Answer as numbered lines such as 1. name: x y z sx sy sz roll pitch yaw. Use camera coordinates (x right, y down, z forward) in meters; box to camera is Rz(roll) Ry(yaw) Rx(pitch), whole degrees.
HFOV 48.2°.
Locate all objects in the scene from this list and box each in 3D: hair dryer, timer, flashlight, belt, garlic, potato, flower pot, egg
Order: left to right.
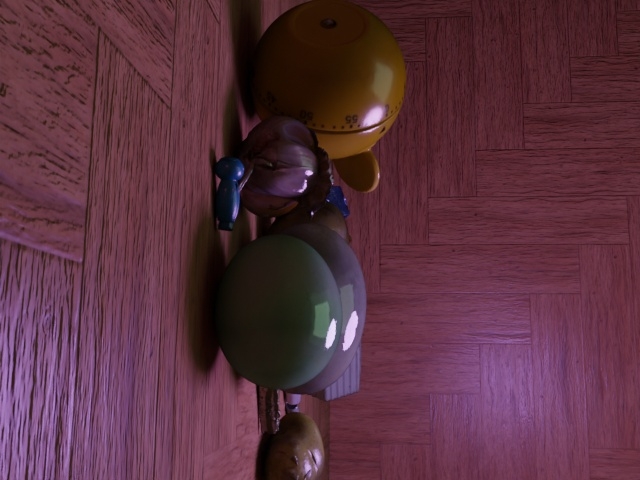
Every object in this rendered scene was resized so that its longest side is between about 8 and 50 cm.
1. flashlight: -0.162 -0.081 1.240 0.051 0.051 0.129 11 85 -84
2. egg: -0.073 0.121 1.235 0.220 0.220 0.269 79 3 -62
3. garlic: -0.076 -0.110 1.378 0.256 0.207 0.207 -71 161 -53
4. hair dryer: -0.089 0.523 2.051 0.063 0.038 0.124 82 17 -47
5. potato: -0.067 0.516 1.719 0.169 0.143 0.248 -52 -166 19
6. potato: -0.045 0.065 1.715 0.218 0.202 0.351 127 -22 -80
7. egg: -0.032 0.138 1.474 0.258 0.258 0.352 75 21 -70
8. belt: -0.011 -0.069 1.962 0.218 0.122 0.128 -14 84 -42
9. timer: 0.013 -0.322 1.584 0.387 0.376 0.376 96 -1 -51
10. flower pot: 0.023 0.371 2.281 0.209 0.239 0.189 -35 133 -46

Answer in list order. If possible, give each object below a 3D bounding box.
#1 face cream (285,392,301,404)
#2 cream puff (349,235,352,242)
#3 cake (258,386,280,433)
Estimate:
1. face cream: -0.080 0.374 2.025 0.072 0.051 0.182 -72 162 -70
2. cream puff: -0.016 0.005 2.160 0.244 0.196 0.244 -156 -90 -80
3. cake: -0.116 0.374 1.648 0.055 0.051 0.140 -75 166 -76
